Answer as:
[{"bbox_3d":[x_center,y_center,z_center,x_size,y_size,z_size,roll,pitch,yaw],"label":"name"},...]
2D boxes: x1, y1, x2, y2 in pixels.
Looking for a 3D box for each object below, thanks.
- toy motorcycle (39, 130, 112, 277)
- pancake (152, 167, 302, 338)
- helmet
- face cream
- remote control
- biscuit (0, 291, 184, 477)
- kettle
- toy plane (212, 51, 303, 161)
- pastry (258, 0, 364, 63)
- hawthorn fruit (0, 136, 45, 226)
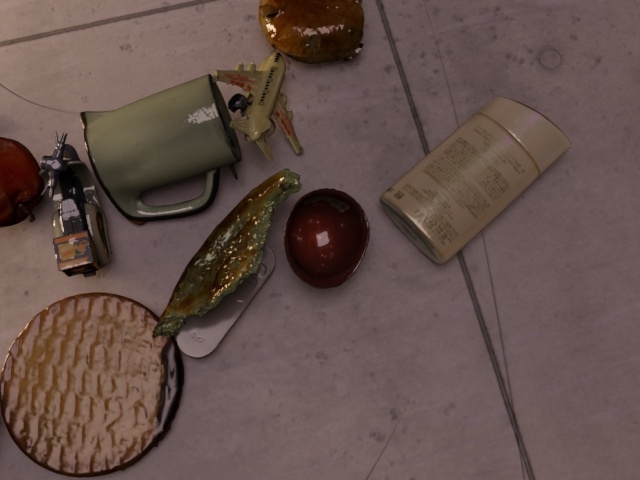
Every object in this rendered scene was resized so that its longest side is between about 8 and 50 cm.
[{"bbox_3d":[-0.438,-0.061,1.372,0.090,0.157,0.263,-14,76,-7],"label":"toy motorcycle"},{"bbox_3d":[-0.162,0.024,1.339,0.054,0.197,0.377,41,78,-31],"label":"pancake"},{"bbox_3d":[0.000,0.000,1.389,0.154,0.106,0.175,0,86,-15],"label":"helmet"},{"bbox_3d":[0.289,-0.127,1.445,0.348,0.081,0.173,-42,79,-12],"label":"face cream"},{"bbox_3d":[-0.166,0.104,1.385,0.077,0.022,0.245,34,69,7],"label":"remote control"},{"bbox_3d":[-0.395,0.245,1.343,0.317,0.040,0.318,1,72,-2],"label":"biscuit"},{"bbox_3d":[-0.278,-0.155,1.404,0.255,0.165,0.241,-19,105,1],"label":"kettle"},{"bbox_3d":[-0.110,-0.265,1.453,0.092,0.229,0.244,-27,40,31],"label":"toy plane"},{"bbox_3d":[-0.007,-0.445,1.523,0.229,0.100,0.218,42,73,15],"label":"pastry"},{"bbox_3d":[-0.565,-0.094,1.378,0.157,0.157,0.194,-43,74,-12],"label":"hawthorn fruit"}]
